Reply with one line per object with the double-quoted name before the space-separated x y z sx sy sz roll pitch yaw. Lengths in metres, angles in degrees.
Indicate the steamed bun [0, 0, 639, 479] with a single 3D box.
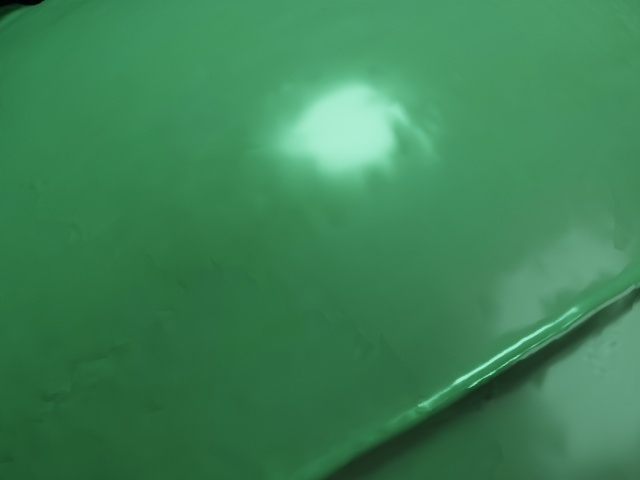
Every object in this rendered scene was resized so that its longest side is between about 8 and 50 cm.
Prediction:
"steamed bun" 0.012 0.051 0.572 0.374 0.334 0.334 -7 85 -68
